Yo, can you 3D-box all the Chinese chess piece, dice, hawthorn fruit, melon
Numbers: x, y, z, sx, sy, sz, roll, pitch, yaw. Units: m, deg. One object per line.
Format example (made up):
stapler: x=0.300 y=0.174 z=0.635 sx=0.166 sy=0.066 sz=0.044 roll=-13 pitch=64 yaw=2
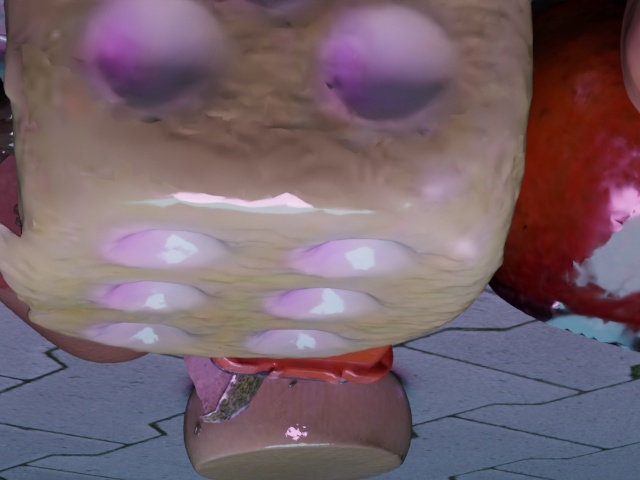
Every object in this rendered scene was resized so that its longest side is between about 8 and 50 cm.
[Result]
Chinese chess piece: x=-0.026 y=0.216 z=1.872 sx=0.273 sy=0.102 sz=0.273 roll=-2 pitch=161 yaw=-1
dice: x=-0.042 y=-0.086 z=0.835 sx=0.254 sy=0.250 sz=0.252 roll=2 pitch=159 yaw=-9
hawthorn fruit: x=0.191 y=-0.059 z=1.008 sx=0.215 sy=0.215 sz=0.250 roll=6 pitch=136 yaw=-21
melon: x=-0.068 y=0.057 z=1.400 sx=0.093 sy=0.202 sz=0.139 roll=23 pitch=133 yaw=-5

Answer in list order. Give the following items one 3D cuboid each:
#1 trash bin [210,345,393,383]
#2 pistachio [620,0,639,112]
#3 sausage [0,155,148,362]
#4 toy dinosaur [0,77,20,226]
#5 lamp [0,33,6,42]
trash bin: x=0.000 y=0.000 z=1.230 sx=0.184 sy=0.161 sz=0.239 roll=6 pitch=151 yaw=-22
pistachio: x=0.297 y=-0.131 z=0.802 sx=0.308 sy=0.230 sz=0.230 roll=-31 pitch=149 yaw=24
sausage: x=-0.196 y=0.023 z=1.298 sx=0.123 sy=0.123 sz=0.253 roll=-5 pitch=159 yaw=8
toy dinosaur: x=-0.166 y=-0.097 z=1.075 sx=0.187 sy=0.179 sz=0.087 roll=30 pitch=142 yaw=2
lamp: x=-0.178 y=-0.134 z=1.020 sx=0.198 sy=0.056 sz=0.050 roll=19 pitch=152 yaw=-21
